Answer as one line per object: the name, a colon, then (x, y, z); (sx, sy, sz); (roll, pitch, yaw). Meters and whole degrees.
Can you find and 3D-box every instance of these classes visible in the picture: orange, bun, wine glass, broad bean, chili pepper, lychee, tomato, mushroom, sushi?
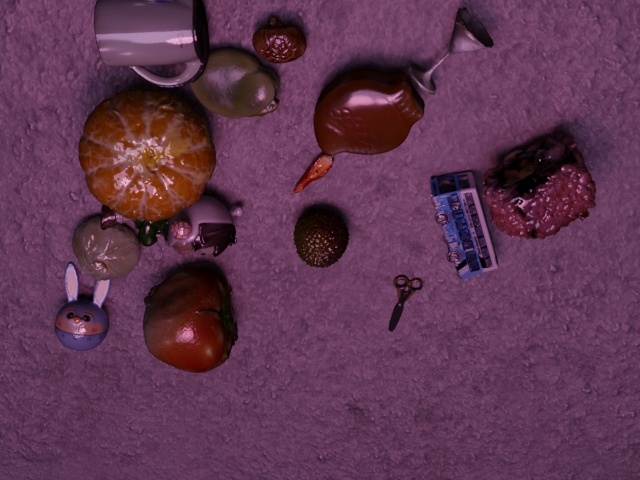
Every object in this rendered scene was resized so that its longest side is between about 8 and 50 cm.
orange: (-0.422, -0.209, 1.897); (0.329, 0.249, 0.330); (-1, 103, -4)
bun: (-0.611, 0.029, 2.193); (0.195, 0.118, 0.196); (3, 124, 5)
wine glass: (0.295, -0.431, 1.791); (0.122, 0.122, 0.183); (35, 128, -20)
broad bean: (-0.206, -0.374, 1.880); (0.227, 0.100, 0.169); (30, 116, -2)
chili pepper: (-0.020, -0.175, 2.050); (0.045, 0.027, 0.178); (36, 121, -16)
lychee: (0.000, 0.000, 2.095); (0.171, 0.171, 0.171); (2, 127, 3)
tomato: (-0.376, 0.229, 2.217); (0.238, 0.304, 0.304); (-7, 126, 7)
mushroom: (-0.096, -0.459, 1.807); (0.126, 0.085, 0.109); (-5, 127, 15)
sushi: (0.526, -0.138, 1.914); (0.270, 0.237, 0.171); (-30, 125, 7)

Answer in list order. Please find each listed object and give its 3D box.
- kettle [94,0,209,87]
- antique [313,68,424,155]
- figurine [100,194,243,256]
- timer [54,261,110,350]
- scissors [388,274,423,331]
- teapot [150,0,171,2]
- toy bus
kettle: (-0.374, -0.457, 1.783); (0.236, 0.161, 0.221); (-2, 122, 2)
antique: (0.110, -0.308, 1.869); (0.278, 0.129, 0.223); (-26, 124, 27)
figurine: (-0.393, -0.046, 2.068); (0.369, 0.281, 0.167); (6, 85, -10)
timer: (-0.710, 0.215, 2.312); (0.175, 0.175, 0.256); (11, 126, -4)
scissors: (0.238, 0.192, 2.311); (0.088, 0.017, 0.220); (10, 127, -7)
teapot: (-0.362, -0.624, 1.586); (0.279, 0.253, 0.424); (1, 172, -32)
toy bus: (0.382, -0.038, 2.076); (0.130, 0.106, 0.297); (-15, 126, 12)
